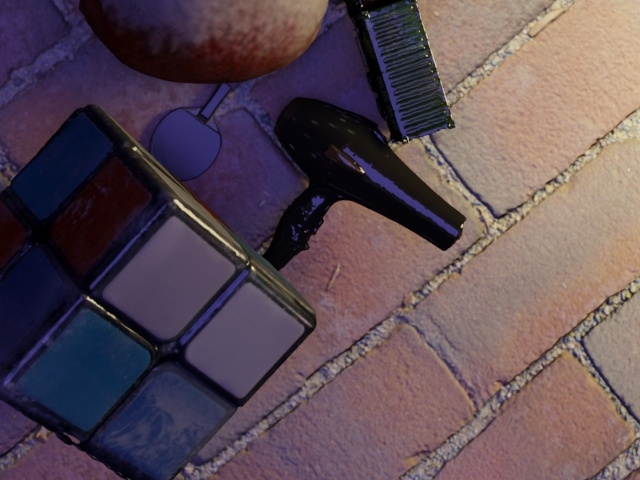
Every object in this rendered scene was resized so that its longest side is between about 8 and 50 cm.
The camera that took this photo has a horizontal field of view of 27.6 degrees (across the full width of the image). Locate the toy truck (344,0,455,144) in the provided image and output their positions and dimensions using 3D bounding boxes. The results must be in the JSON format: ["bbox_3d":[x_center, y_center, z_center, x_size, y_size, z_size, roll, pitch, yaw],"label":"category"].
[{"bbox_3d":[0.100,-0.269,1.824,0.088,0.121,0.259,-20,98,-6],"label":"toy truck"}]

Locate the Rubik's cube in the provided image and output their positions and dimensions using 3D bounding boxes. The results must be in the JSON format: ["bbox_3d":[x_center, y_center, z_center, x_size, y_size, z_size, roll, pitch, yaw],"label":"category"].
[{"bbox_3d":[-0.253,0.071,1.668,0.318,0.313,0.316,-46,130,-1],"label":"Rubik's cube"}]

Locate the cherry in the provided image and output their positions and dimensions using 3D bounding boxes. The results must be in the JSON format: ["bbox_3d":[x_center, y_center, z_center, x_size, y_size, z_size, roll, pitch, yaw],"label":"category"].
[{"bbox_3d":[-0.147,-0.369,1.708,0.335,0.291,0.326,-2,104,-16],"label":"cherry"}]

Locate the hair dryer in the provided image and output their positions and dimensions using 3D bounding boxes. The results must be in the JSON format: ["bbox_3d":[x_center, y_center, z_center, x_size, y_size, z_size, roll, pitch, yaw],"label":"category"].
[{"bbox_3d":[0.000,0.000,1.851,0.304,0.120,0.359,38,102,3],"label":"hair dryer"}]

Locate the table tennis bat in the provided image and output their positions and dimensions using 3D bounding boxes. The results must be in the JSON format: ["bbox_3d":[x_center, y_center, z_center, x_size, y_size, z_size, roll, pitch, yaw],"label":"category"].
[{"bbox_3d":[-0.177,-0.157,1.852,0.095,0.014,0.158,35,92,-9],"label":"table tennis bat"}]
